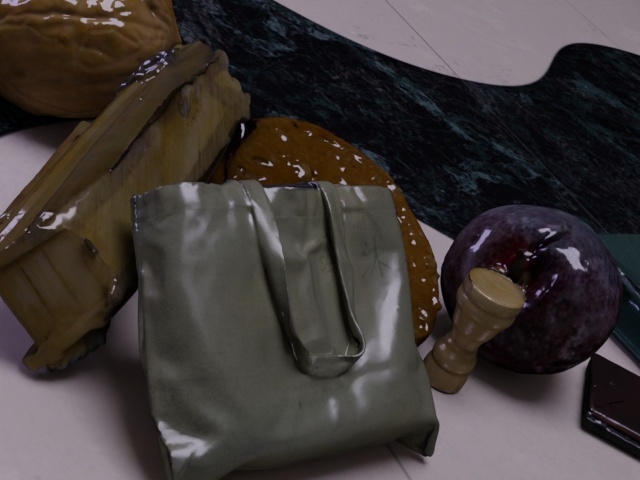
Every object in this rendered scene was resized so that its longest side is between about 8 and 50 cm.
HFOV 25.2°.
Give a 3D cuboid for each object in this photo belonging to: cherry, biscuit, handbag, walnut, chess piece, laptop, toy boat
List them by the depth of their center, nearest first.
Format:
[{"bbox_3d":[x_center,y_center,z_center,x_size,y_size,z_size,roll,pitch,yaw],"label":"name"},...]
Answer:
[{"bbox_3d":[-0.029,0.074,1.207,0.315,0.109,0.253,-1,78,-44],"label":"handbag"},{"bbox_3d":[-0.183,-0.049,1.295,0.136,0.162,0.445,55,35,-20],"label":"toy boat"},{"bbox_3d":[0.147,0.091,1.413,0.066,0.122,0.066,21,28,-12],"label":"chess piece"},{"bbox_3d":[-0.001,0.001,1.444,0.296,0.075,0.296,25,42,-25],"label":"biscuit"},{"bbox_3d":[-0.250,-0.217,1.497,0.213,0.213,0.213,22,26,-12],"label":"walnut"},{"bbox_3d":[0.228,0.051,1.506,0.195,0.195,0.195,22,26,-12],"label":"cherry"},{"bbox_3d":[0.376,0.207,1.544,0.207,0.026,0.154,29,23,0],"label":"laptop"},{"bbox_3d":[0.476,0.087,1.791,0.326,0.089,0.238,2,37,-42],"label":"handbag"}]
